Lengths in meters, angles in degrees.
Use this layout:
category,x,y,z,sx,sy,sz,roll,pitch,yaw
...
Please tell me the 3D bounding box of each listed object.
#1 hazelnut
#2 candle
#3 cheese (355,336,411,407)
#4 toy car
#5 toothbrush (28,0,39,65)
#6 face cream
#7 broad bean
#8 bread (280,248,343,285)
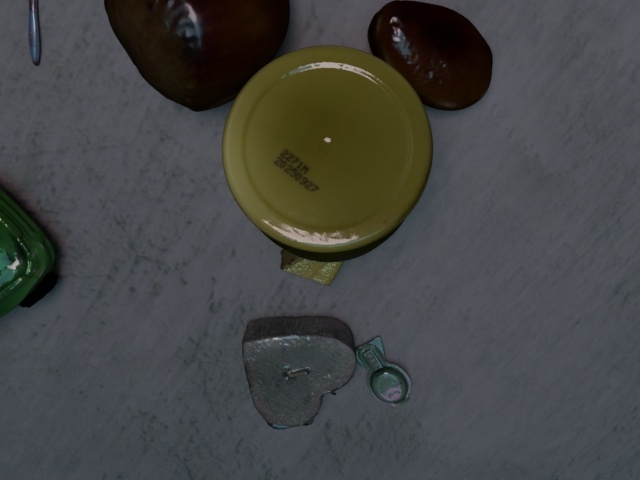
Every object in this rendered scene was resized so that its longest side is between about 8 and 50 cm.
category,x,y,z,sx,sy,sz,roll,pitch,yaw
hazelnut,-0.128,-0.256,0.649,0.208,0.208,0.208,1,111,2
candle,-0.047,0.187,0.869,0.168,0.068,0.192,38,109,-13
cheese,0.099,0.211,0.896,0.067,0.026,0.120,-31,99,13
toy car,-0.553,0.075,0.786,0.359,0.176,0.213,-32,108,13
toothbrush,-0.360,-0.317,0.711,0.013,0.019,0.193,7,113,-2
face cream,0.009,-0.087,0.661,0.218,0.179,0.218,0,85,2
broad bean,0.135,-0.225,0.696,0.165,0.084,0.114,17,108,-11
bread,0.000,0.000,0.786,0.080,0.084,0.109,22,111,-9
